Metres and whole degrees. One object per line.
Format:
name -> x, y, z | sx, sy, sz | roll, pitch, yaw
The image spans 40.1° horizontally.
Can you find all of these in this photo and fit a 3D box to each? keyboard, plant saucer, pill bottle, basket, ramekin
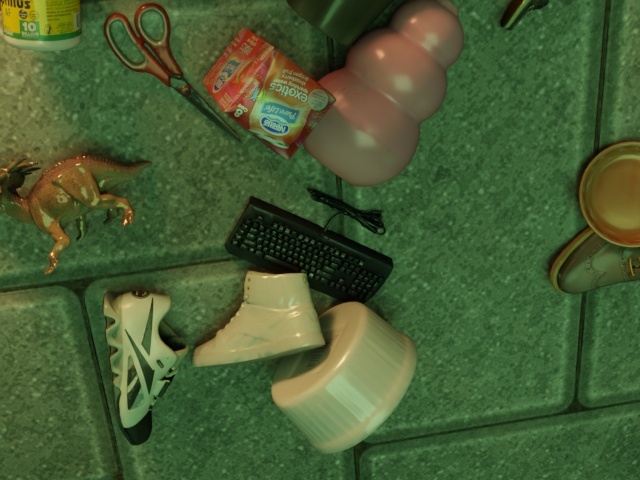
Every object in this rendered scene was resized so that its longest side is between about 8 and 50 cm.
keyboard -> 0.000, 0.000, 1.646 | 0.317, 0.033, 0.202 | 23, 110, -21
plant saucer -> 0.588, -0.087, 1.667 | 0.199, 0.037, 0.200 | 0, 90, 2
pill bottle -> -0.423, -0.400, 1.316 | 0.117, 0.118, 0.209 | 0, 117, -10
basket -> 0.062, -0.435, 1.374 | 0.204, 0.154, 0.227 | 28, 112, -20
ramekin -> 0.035, 0.246, 1.647 | 0.277, 0.277, 0.135 | -42, 108, 12

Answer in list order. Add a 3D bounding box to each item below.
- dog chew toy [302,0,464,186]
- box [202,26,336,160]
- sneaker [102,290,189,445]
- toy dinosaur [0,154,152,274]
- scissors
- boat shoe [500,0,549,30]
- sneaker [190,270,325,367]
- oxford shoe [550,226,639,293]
dog chew toy -> 0.113, -0.254, 1.449 | 0.206, 0.206, 0.332 | 32, 100, -23
box -> -0.088, -0.236, 1.377 | 0.128, 0.257, 0.123 | 37, 97, -24
sneaker -> -0.320, 0.248, 1.660 | 0.146, 0.122, 0.331 | -3, 117, -7
toy dinosaur -> -0.436, -0.086, 1.476 | 0.295, 0.127, 0.200 | -30, 111, -1
scissors -> -0.248, -0.262, 1.477 | 0.109, 0.021, 0.297 | -30, 119, 2
boat shoe -> 0.368, -0.416, 1.488 | 0.049, 0.056, 0.152 | 32, 107, -18
sneaker -> -0.132, 0.146, 1.664 | 0.292, 0.108, 0.169 | -17, 78, 27
oxford shoe -> 0.628, 0.020, 1.712 | 0.363, 0.133, 0.130 | -26, 119, 3
